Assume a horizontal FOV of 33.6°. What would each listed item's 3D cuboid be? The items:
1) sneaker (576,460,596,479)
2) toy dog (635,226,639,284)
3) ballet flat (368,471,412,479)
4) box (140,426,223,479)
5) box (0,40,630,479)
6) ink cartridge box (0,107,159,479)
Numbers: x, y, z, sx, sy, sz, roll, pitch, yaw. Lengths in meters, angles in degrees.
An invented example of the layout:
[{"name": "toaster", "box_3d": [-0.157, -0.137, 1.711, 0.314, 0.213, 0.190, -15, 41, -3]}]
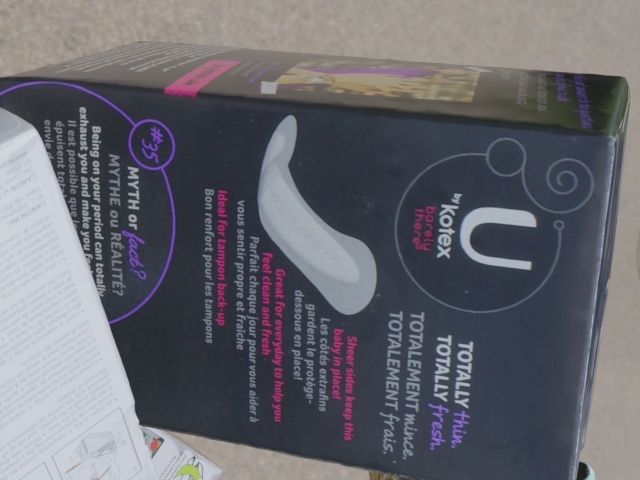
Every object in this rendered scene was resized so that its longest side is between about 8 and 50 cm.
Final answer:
[{"name": "sneaker", "box_3d": [0.254, 0.272, 1.145, 0.069, 0.098, 0.038, 57, 37, -38]}, {"name": "toy dog", "box_3d": [0.475, -0.010, 0.768, 0.284, 0.395, 0.408, -20, 140, -45]}, {"name": "ballet flat", "box_3d": [0.094, 0.244, 1.114, 0.123, 0.123, 0.349, 5, 77, -58]}, {"name": "box", "box_3d": [-0.154, 0.105, 0.683, 0.114, 0.207, 0.036, 40, 77, -29]}, {"name": "box", "box_3d": [0.000, 0.000, 0.509, 0.143, 0.270, 0.165, -43, 138, -65]}, {"name": "ink cartridge box", "box_3d": [-0.133, 0.065, 0.347, 0.145, 0.045, 0.179, -35, 133, -32]}]
